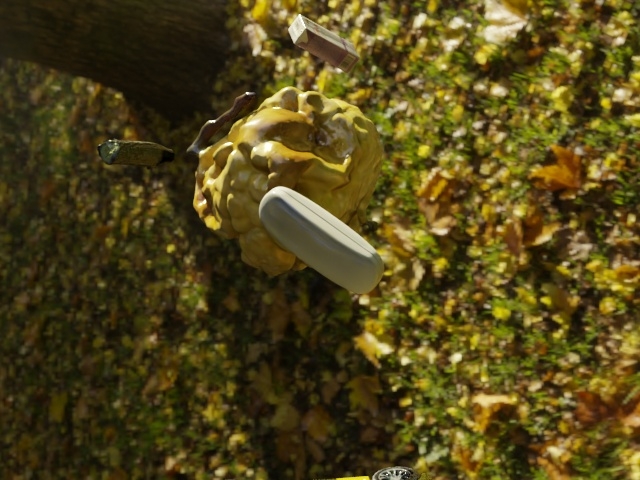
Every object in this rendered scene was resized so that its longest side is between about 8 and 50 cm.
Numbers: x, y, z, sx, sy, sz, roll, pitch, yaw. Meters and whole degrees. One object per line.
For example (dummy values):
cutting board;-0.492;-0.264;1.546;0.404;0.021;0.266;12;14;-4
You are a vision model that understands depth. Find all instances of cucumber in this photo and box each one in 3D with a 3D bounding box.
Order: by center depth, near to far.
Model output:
cucumber;-0.246;-0.119;1.244;0.043;0.163;0.039;-8;87;29

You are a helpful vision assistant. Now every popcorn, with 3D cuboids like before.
popcorn;-0.071;-0.121;1.611;0.381;0.349;0.349;27;110;15

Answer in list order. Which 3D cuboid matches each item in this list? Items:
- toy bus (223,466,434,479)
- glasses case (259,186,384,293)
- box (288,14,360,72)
toy bus;-0.012;0.381;1.088;0.331;0.151;0.145;-6;98;8
glasses case;0.000;0.000;1.190;0.193;0.049;0.074;36;136;12
box;0.006;-0.322;1.453;0.036;0.117;0.051;-50;35;27
